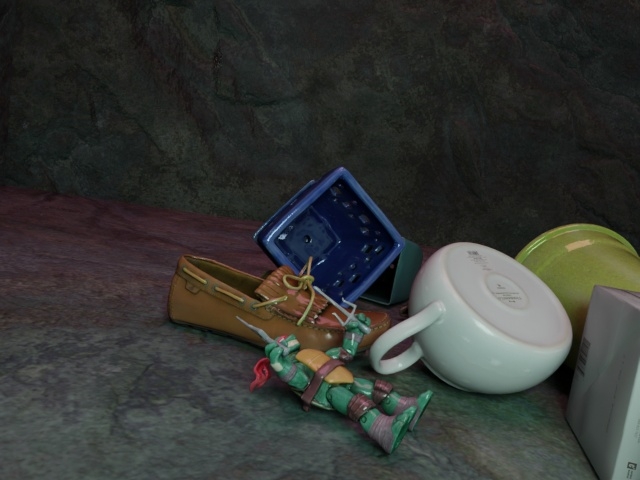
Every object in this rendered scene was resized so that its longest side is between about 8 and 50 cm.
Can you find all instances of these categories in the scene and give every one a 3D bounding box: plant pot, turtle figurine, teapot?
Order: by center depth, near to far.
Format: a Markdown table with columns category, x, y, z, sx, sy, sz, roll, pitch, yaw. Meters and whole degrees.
| category | x | y | z | sx | sy | sz | roll | pitch | yaw |
| --- | --- | --- | --- | --- | --- | --- | --- | --- | --- |
| turtle figurine | 0.013 | 0.155 | 0.597 | 0.234 | 0.118 | 0.175 | 29 | 31 | 24 |
| teapot | 0.228 | 0.139 | 0.743 | 0.256 | 0.187 | 0.252 | 30 | 35 | 4 |
| plant pot | 0.481 | 0.135 | 0.798 | 0.276 | 0.276 | 0.254 | 8 | 15 | -6 |
| plant pot | 0.000 | 0.000 | 1.069 | 0.236 | 0.236 | 0.212 | 49 | -14 | -17 |
| plant pot | 0.171 | 0.069 | 1.281 | 0.166 | 0.165 | 0.234 | 13 | 1 | 31 |

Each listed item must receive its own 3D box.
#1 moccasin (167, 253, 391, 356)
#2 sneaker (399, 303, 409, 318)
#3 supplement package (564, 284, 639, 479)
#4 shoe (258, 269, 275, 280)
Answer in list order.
| category | x | y | z | sx | sy | sz | roll | pitch | yaw |
| --- | --- | --- | --- | --- | --- | --- | --- | --- | --- |
| moccasin | -0.070 | 0.097 | 0.806 | 0.380 | 0.146 | 0.139 | 12 | 8 | 21 |
| sneaker | 0.225 | 0.169 | 0.997 | 0.071 | 0.066 | 0.188 | -10 | 6 | -12 |
| supplement package | 0.460 | 0.184 | 0.554 | 0.263 | 0.199 | 0.198 | 10 | 7 | 13 |
| shoe | -0.143 | 0.114 | 0.990 | 0.076 | 0.058 | 0.219 | 44 | 24 | 17 |
